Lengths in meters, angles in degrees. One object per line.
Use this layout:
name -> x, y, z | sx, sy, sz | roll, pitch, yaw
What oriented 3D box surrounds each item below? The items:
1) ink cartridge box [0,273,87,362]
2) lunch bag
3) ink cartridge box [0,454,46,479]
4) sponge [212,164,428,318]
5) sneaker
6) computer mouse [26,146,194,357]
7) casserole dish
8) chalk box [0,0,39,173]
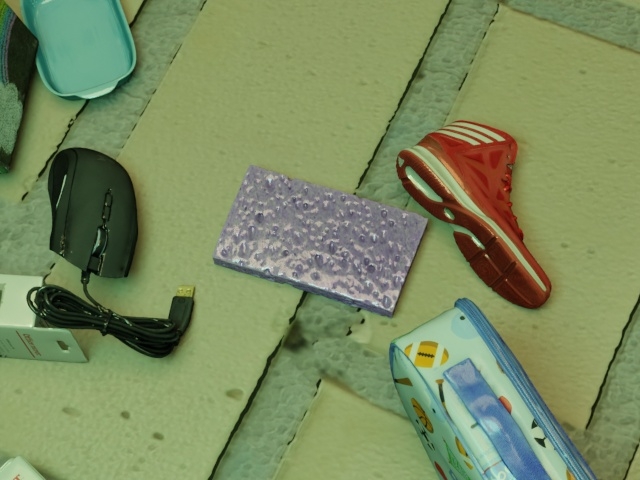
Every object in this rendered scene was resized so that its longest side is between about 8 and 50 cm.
ink cartridge box -> -0.337, 0.080, 1.601 | 0.180, 0.104, 0.060 | 4, 66, 5
lunch bag -> 0.180, 0.212, 1.436 | 0.115, 0.243, 0.303 | -30, 68, -8
ink cartridge box -> -0.282, 0.321, 1.513 | 0.175, 0.072, 0.127 | 41, 76, 18
sponge -> 0.000, 0.000, 1.652 | 0.210, 0.031, 0.117 | 17, 70, 10
sneaker -> 0.196, -0.042, 1.629 | 0.128, 0.087, 0.221 | -38, 86, -26
computer mouse -> -0.206, 0.002, 1.621 | 0.184, 0.060, 0.262 | 25, 40, -23
casserole dish -> -0.280, -0.238, 1.768 | 0.114, 0.037, 0.188 | -19, 67, -4
chalk box -> -0.453, -0.209, 1.613 | 0.179, 0.289, 0.180 | 2, 67, 18
